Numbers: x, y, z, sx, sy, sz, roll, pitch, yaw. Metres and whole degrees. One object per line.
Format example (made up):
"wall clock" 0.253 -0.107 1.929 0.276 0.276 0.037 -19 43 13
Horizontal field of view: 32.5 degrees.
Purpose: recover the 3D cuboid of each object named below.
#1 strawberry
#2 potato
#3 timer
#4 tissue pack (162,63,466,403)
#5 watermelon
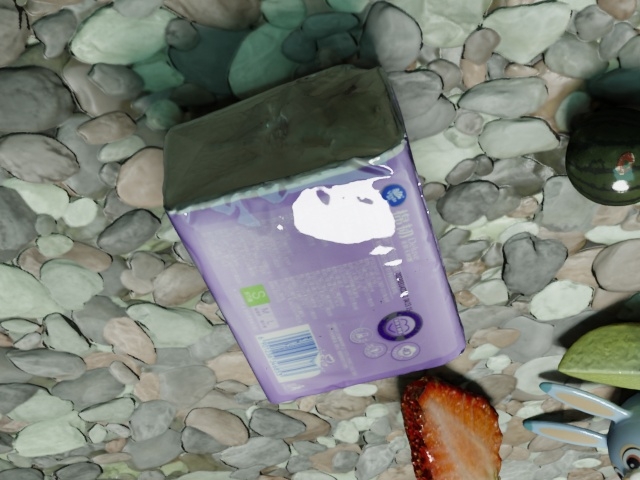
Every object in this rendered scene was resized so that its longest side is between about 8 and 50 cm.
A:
"strawberry" 0.163 0.275 1.491 0.107 0.175 0.235 -5 108 42
"potato" 0.398 0.150 1.447 0.120 0.081 0.149 1 163 36
"timer" 0.426 0.281 1.501 0.256 0.175 0.175 -1 136 -8
"tissue pack" 0.000 0.000 1.157 0.242 0.160 0.338 -15 135 6
"watermelon" 0.324 -0.087 1.145 0.133 0.105 0.105 1 138 16
